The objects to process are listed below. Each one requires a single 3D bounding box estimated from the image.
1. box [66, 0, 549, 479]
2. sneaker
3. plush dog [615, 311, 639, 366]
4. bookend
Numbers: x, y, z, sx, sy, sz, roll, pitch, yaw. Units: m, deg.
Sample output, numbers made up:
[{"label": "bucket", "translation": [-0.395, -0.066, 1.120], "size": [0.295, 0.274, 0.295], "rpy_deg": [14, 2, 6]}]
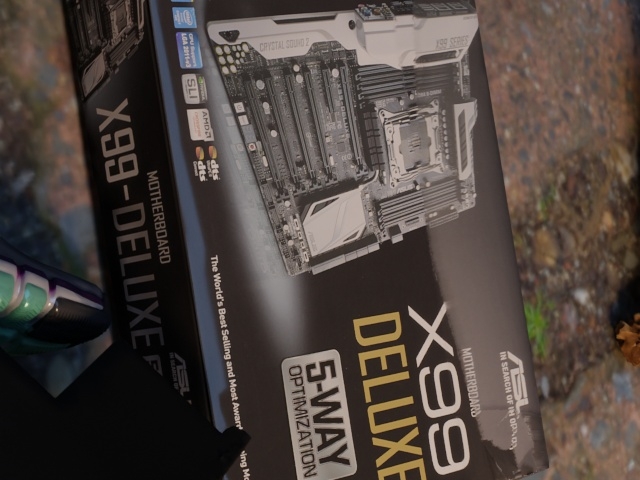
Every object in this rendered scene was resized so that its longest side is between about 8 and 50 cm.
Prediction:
[{"label": "box", "translation": [0.000, 0.000, 0.840], "size": [0.242, 0.076, 0.307], "rpy_deg": [-7, 87, -42]}, {"label": "sneaker", "translation": [-0.185, -0.011, 0.678], "size": [0.223, 0.083, 0.098], "rpy_deg": [16, 61, -43]}, {"label": "plush dog", "translation": [0.304, -0.029, 1.079], "size": [0.262, 0.210, 0.225], "rpy_deg": [52, 32, -58]}, {"label": "bookend", "translation": [-0.132, 0.087, 0.653], "size": [0.157, 0.072, 0.156], "rpy_deg": [44, 28, -2]}]
